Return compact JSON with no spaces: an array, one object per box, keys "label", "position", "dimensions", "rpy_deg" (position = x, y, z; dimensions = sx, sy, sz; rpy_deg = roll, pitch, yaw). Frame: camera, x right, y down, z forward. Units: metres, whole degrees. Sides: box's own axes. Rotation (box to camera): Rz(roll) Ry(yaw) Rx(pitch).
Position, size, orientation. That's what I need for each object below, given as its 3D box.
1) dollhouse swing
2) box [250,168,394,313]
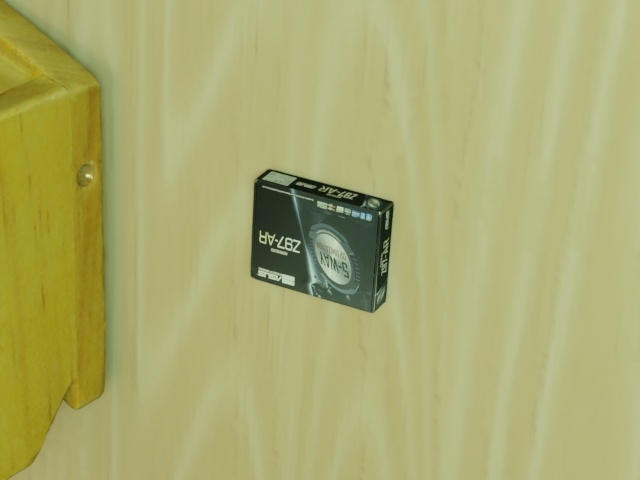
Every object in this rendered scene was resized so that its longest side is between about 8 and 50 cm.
[{"label":"dollhouse swing","position":[-0.355,-0.009,1.135],"dimensions":[0.305,0.347,0.315],"rpy_deg":[20,122,31]},{"label":"box","position":[0.000,0.000,1.132],"dimensions":[0.083,0.018,0.067],"rpy_deg":[16,119,22]}]
